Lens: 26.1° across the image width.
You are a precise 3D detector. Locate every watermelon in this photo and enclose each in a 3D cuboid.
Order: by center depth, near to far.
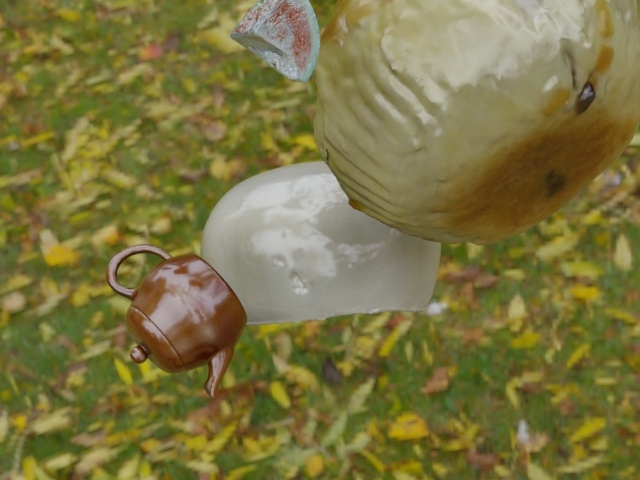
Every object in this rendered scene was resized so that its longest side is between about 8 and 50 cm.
[{"bbox_3d":[-0.038,-0.170,1.167,0.085,0.085,0.061,16,17,29],"label":"watermelon"}]

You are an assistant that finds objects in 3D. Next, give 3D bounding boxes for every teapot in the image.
[{"bbox_3d":[-0.140,0.075,1.308,0.116,0.116,0.173,-37,74,-27],"label":"teapot"}]

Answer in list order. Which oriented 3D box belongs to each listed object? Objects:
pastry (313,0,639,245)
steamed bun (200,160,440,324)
[{"bbox_3d":[0.164,-0.188,1.507,0.388,0.388,0.313,-24,59,-15],"label":"pastry"},{"bbox_3d":[0.000,0.000,1.808,0.324,0.206,0.324,-3,-1,0],"label":"steamed bun"}]
